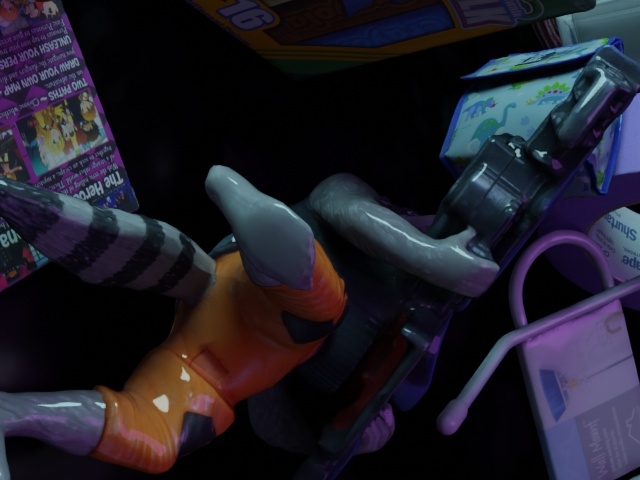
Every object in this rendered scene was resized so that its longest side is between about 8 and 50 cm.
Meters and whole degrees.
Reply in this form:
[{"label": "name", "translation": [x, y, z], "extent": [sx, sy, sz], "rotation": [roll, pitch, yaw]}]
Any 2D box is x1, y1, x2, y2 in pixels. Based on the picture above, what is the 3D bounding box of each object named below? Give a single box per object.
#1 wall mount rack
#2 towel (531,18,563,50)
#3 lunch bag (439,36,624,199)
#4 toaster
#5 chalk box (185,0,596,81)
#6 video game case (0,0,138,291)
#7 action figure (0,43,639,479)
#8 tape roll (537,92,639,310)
[{"label": "wall mount rack", "translation": [0.233, 0.179, 0.933], "extent": [0.304, 0.130, 0.350], "rotation": [-22, 105, -18]}, {"label": "towel", "translation": [0.295, -0.325, 1.141], "extent": [0.237, 0.037, 0.329], "rotation": [49, 49, -39]}, {"label": "lunch bag", "translation": [0.189, -0.112, 0.896], "extent": [0.096, 0.129, 0.151], "rotation": [52, 49, -37]}, {"label": "toaster", "translation": [0.329, -0.228, 1.019], "extent": [0.227, 0.146, 0.129], "rotation": [-52, 125, -45]}, {"label": "chalk box", "translation": [0.056, -0.232, 0.598], "extent": [0.179, 0.289, 0.180], "rotation": [29, 63, -48]}, {"label": "video game case", "translation": [-0.199, -0.062, 0.444], "extent": [0.232, 0.042, 0.210], "rotation": [-40, 116, -48]}, {"label": "action figure", "translation": [0.000, 0.000, 0.555], "extent": [0.341, 0.178, 0.330], "rotation": [-53, 163, 16]}, {"label": "tape roll", "translation": [0.350, -0.025, 0.977], "extent": [0.275, 0.275, 0.090], "rotation": [43, 52, -42]}]
